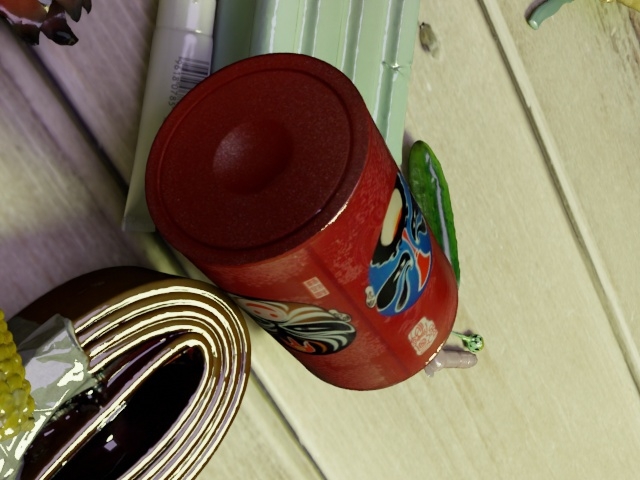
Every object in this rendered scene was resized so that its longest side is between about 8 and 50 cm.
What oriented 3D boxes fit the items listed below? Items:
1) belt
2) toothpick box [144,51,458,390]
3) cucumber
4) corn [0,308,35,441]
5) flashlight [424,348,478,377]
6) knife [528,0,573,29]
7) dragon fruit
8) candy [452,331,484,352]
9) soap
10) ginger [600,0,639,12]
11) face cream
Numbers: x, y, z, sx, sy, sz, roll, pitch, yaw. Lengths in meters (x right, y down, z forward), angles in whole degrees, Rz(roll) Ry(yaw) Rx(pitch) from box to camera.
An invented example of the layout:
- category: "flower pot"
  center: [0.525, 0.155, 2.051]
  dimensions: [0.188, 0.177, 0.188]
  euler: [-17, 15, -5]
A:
- category: "belt"
  center: [-0.216, 0.161, 0.861]
  dimensions: [0.338, 0.122, 0.217]
  euler: [-41, 120, -30]
- category: "toothpick box"
  center: [0.000, 0.000, 0.904]
  dimensions: [0.204, 0.204, 0.333]
  euler: [-65, 152, -16]
- category: "cucumber"
  center: [0.146, -0.004, 1.200]
  dimensions: [0.056, 0.056, 0.250]
  euler: [-15, 102, -39]
- category: "corn"
  center: [-0.320, 0.009, 0.694]
  dimensions: [0.131, 0.131, 0.345]
  euler: [-24, 84, -37]
- category: "flashlight"
  center: [0.166, 0.157, 1.246]
  dimensions: [0.110, 0.031, 0.052]
  euler: [9, 63, -44]
- category: "knife"
  center: [0.361, -0.357, 1.374]
  dimensions: [0.210, 0.015, 0.028]
  euler: [-39, 110, -32]
- category: "dragon fruit"
  center: [-0.248, -0.245, 0.803]
  dimensions: [0.130, 0.121, 0.142]
  euler: [-28, 136, -28]
- category: "candy"
  center: [0.187, 0.131, 1.270]
  dimensions: [0.083, 0.025, 0.023]
  euler: [20, 53, -31]
- category: "soap"
  center: [0.001, -0.260, 1.010]
  dimensions: [0.208, 0.115, 0.347]
  euler: [8, 89, -40]
- category: "ginger"
  center: [0.426, -0.435, 1.325]
  dimensions: [0.375, 0.166, 0.236]
  euler: [11, 87, -36]
- category: "face cream"
  center: [-0.145, -0.127, 0.943]
  dimensions: [0.092, 0.058, 0.244]
  euler: [3, 98, -46]
